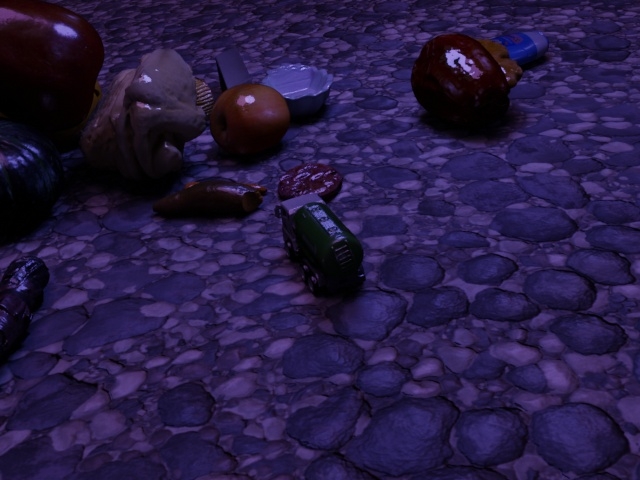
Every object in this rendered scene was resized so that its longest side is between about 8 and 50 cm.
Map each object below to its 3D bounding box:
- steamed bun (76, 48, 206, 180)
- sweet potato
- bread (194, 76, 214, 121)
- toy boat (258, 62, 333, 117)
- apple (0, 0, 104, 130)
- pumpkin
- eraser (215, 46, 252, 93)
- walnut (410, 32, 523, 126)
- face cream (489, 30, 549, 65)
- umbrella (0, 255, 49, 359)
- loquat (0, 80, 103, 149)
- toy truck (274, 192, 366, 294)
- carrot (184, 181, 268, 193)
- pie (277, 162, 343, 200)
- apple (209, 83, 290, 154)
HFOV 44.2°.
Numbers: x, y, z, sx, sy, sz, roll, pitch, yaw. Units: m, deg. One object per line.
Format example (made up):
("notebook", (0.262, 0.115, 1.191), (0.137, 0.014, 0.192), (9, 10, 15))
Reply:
("steamed bun", (-0.404, -0.281, 1.850), (0.372, 0.230, 0.325), (-18, 44, 52))
("sweet potato", (-0.246, -0.092, 1.674), (0.243, 0.077, 0.077), (0, 32, 10))
("bread", (-0.380, -0.370, 2.107), (0.114, 0.132, 0.190), (-30, 34, -34))
("toy boat", (-0.067, -0.400, 2.117), (0.199, 0.100, 0.290), (-12, 32, -8))
("apple", (-0.647, -0.404, 1.795), (0.316, 0.288, 0.288), (22, 20, -27))
("pumpkin", (-0.718, -0.154, 1.719), (0.315, 0.239, 0.315), (5, 33, -3))
("eraser", (-0.238, -0.435, 2.201), (0.077, 0.111, 0.352), (-14, 32, -6))
("walnut", (0.359, -0.389, 1.903), (0.243, 0.222, 0.269), (-28, 51, -17))
("face cream", (0.523, -0.529, 2.212), (0.263, 0.083, 0.149), (-18, 36, -17))
("umbrella", (-0.538, 0.128, 1.362), (0.090, 0.094, 0.326), (-31, 27, 14))
("loquat", (-0.720, -0.374, 2.069), (0.274, 0.275, 0.275), (-6, 31, 3))
("toy truck", (0.000, 0.000, 1.421), (0.101, 0.125, 0.242), (-18, 31, -15))
("carrot", (-0.209, -0.114, 1.740), (0.190, 0.037, 0.037), (-2, 31, 7))
("pie", (-0.022, -0.125, 1.717), (0.154, 0.036, 0.154), (-5, 32, 3))
("apple", (-0.167, -0.296, 1.908), (0.199, 0.199, 0.199), (-6, 31, 3))
